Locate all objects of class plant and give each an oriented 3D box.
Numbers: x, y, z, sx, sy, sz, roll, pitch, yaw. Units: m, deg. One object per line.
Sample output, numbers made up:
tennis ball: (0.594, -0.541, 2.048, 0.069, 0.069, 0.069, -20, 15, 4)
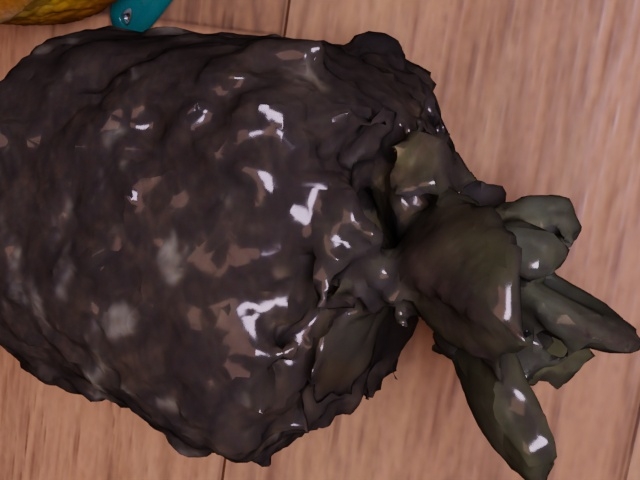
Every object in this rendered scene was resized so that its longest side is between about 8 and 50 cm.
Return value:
plant: (0.000, 0.000, 0.474, 0.312, 0.215, 0.213, 6, 102, 27)

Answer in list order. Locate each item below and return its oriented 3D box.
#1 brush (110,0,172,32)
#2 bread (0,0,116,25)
brush: (-0.073, -0.201, 0.586, 0.043, 0.032, 0.193, 49, 123, 9)
bread: (-0.195, -0.244, 0.557, 0.268, 0.146, 0.268, 2, 95, 32)
